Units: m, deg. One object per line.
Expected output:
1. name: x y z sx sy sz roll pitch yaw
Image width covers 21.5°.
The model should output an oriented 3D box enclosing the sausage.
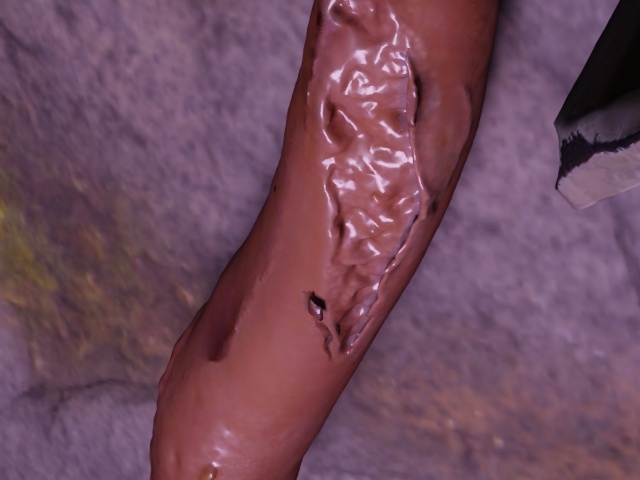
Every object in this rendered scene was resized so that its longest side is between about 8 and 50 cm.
1. sausage: 0.000 0.000 0.601 0.078 0.078 0.304 38 133 15

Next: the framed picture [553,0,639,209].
1. framed picture: 0.170 -0.118 0.286 0.019 0.209 0.281 45 141 -17
